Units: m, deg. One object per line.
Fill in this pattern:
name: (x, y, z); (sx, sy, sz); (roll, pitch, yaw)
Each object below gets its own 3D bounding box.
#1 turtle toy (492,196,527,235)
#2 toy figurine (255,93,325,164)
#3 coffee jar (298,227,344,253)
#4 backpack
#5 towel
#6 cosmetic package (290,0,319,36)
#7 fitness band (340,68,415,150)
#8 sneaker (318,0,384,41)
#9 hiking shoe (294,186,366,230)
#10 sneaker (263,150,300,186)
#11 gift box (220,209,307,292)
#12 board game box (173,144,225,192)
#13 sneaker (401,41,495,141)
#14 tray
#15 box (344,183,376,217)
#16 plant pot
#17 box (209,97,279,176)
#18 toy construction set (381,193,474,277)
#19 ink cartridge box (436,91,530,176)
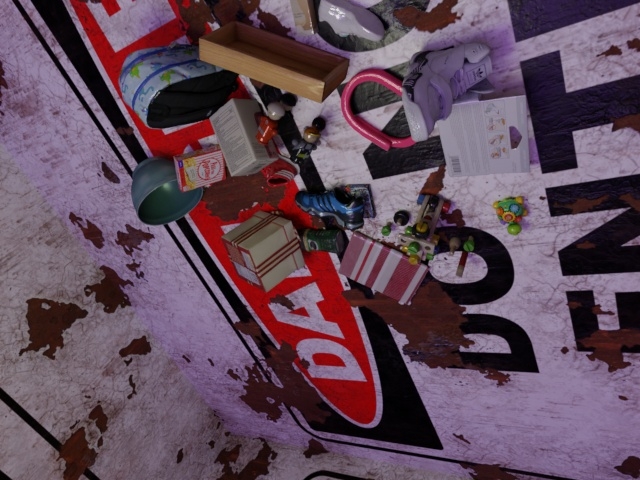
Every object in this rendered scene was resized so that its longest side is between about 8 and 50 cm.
turtle toy: (0.615, -0.078, 1.449); (0.095, 0.066, 0.130); (-13, 119, 36)
toy figurine: (-0.091, -0.376, 1.500); (0.209, 0.213, 0.148); (31, 119, -2)
coffee jar: (0.000, 0.000, 1.848); (0.184, 0.079, 0.096); (4, 127, 26)
backpack: (-0.484, -0.509, 1.503); (0.273, 0.356, 0.290); (43, 135, -7)
towel: (0.251, 0.113, 1.835); (0.328, 0.037, 0.237); (25, 132, 6)
cosmetic package: (-0.048, -0.676, 1.341); (0.060, 0.041, 0.115); (4, 128, 27)
fitness band: (0.204, -0.410, 1.419); (0.290, 0.054, 0.209); (32, 132, 0)
sneaker: (0.087, -0.623, 1.298); (0.212, 0.080, 0.094); (36, 147, 8)
hiking shoe: (0.039, -0.149, 1.681); (0.303, 0.113, 0.132); (22, 123, 25)
sneaker: (-0.198, -0.280, 1.692); (0.221, 0.128, 0.087); (20, 134, 13)
gift box: (-0.210, 0.045, 1.866); (0.276, 0.258, 0.255); (23, 140, 40)
board game box: (-0.480, -0.290, 1.800); (0.045, 0.193, 0.147); (44, 145, 35)
sneaker: (0.331, -0.396, 1.148); (0.210, 0.366, 0.137); (-6, 133, 24)
tray: (-0.139, -0.554, 1.378); (0.410, 0.203, 0.076); (24, 135, 10)
box: (0.151, -0.146, 1.679); (0.093, 0.027, 0.137); (2, 127, 29)
plant pot: (-0.683, -0.233, 1.924); (0.196, 0.292, 0.293); (54, 138, 18)
box: (-0.273, -0.366, 1.604); (0.148, 0.126, 0.233); (-23, 87, 39)
toy construction set: (0.376, 0.022, 1.545); (0.308, 0.237, 0.257); (35, 135, -2)
ink cartridge box: (0.473, -0.307, 1.300); (0.238, 0.060, 0.275); (0, 140, 28)
